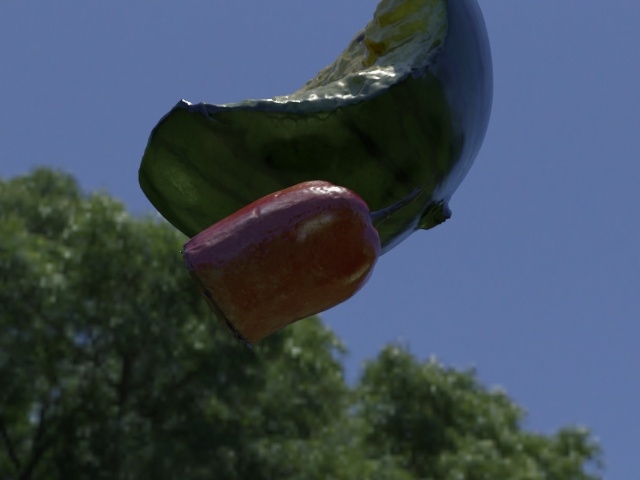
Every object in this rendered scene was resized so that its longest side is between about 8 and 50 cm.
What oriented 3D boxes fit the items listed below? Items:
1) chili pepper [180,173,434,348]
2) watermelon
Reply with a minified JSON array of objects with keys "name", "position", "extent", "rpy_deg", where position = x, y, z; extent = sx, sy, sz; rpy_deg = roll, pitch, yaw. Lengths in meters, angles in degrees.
[{"name":"chili pepper","position":[0.000,0.000,1.040],"extent":[0.192,0.084,0.086],"rpy_deg":[-28,-48,-12]},{"name":"watermelon","position":[0.019,-0.070,1.257],"extent":[0.330,0.189,0.331],"rpy_deg":[-29,-12,-7]}]
